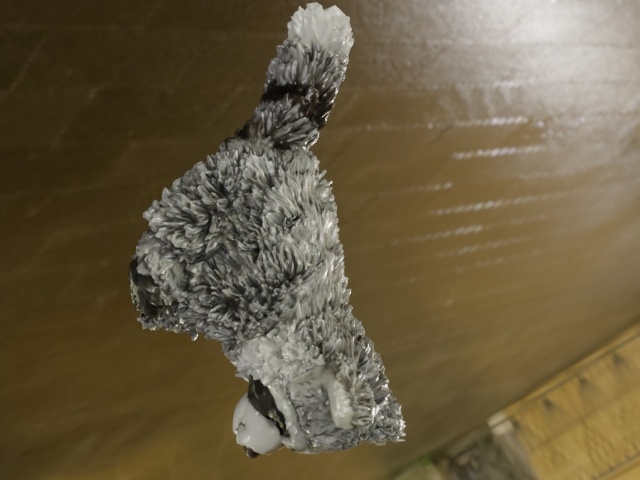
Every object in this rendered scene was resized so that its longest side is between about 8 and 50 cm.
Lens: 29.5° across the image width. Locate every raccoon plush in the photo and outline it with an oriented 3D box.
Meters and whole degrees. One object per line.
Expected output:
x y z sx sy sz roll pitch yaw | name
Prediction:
0.000 0.000 1.227 0.216 0.299 0.446 1 112 -60 | raccoon plush
